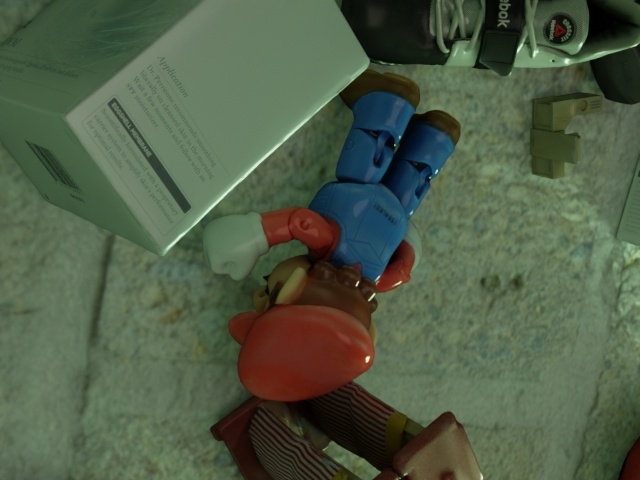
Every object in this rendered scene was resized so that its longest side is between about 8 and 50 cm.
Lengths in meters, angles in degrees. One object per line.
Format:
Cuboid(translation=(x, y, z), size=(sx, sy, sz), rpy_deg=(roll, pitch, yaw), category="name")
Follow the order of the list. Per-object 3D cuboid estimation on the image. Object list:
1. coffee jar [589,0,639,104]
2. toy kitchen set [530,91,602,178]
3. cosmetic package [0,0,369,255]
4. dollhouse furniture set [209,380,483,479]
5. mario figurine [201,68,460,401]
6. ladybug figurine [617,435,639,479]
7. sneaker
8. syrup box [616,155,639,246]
Cuboid(translation=(0.374, -0.232, 1.397), size=(0.184, 0.079, 0.096), rpy_deg=(-39, 123, -22), category="coffee jar")
Cuboid(translation=(0.277, -0.111, 1.366), size=(0.075, 0.068, 0.083), rpy_deg=(-12, 109, -32), category="toy kitchen set")
Cuboid(translation=(-0.127, -0.131, 0.987), size=(0.224, 0.224, 0.138), rpy_deg=(-43, 122, -19), category="cosmetic package")
Cuboid(translation=(0.069, 0.300, 1.255), size=(0.152, 0.201, 0.374), rpy_deg=(-39, 127, -21), category="dollhouse furniture set")
Cuboid(translation=(0.000, 0.000, 1.198), size=(0.198, 0.170, 0.320), rpy_deg=(26, 73, 0), category="mario figurine")
Cuboid(translation=(0.479, 0.380, 1.569), size=(0.305, 0.162, 0.449), rpy_deg=(-27, 116, -26), category="ladybug figurine")
Cuboid(translation=(0.179, -0.224, 1.227), size=(0.330, 0.146, 0.122), rpy_deg=(-8, 107, -31), category="sneaker")
Cuboid(translation=(0.436, -0.096, 1.464), size=(0.093, 0.096, 0.237), rpy_deg=(14, 94, -36), category="syrup box")
